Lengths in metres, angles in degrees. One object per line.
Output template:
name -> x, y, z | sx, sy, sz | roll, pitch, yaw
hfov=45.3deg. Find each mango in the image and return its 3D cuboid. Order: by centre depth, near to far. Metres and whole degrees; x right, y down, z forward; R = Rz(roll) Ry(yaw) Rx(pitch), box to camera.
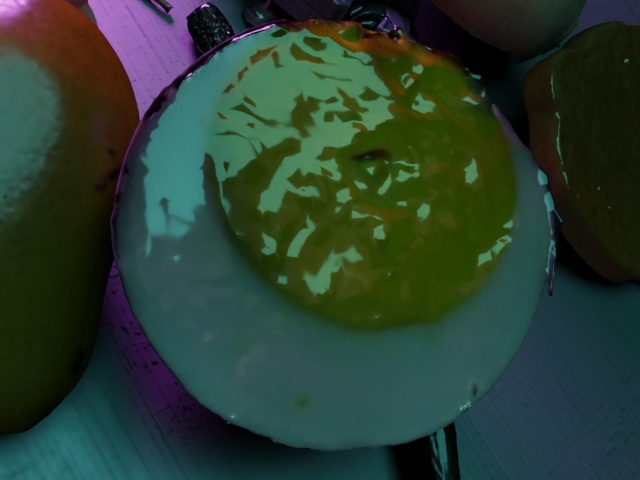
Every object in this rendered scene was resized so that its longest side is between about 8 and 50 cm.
mango -> -0.233, -0.029, 0.526 | 0.212, 0.173, 0.317 | 6, 73, -27

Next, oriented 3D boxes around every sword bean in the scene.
sword bean -> -0.185, -0.255, 0.768 | 0.083, 0.012, 0.012 | 32, 54, -8

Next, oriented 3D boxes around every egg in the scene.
egg -> 0.000, 0.000, 0.610 | 0.337, 0.201, 0.336 | 3, 82, -19

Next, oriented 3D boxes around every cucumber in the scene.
cucumber -> 0.084, 0.122, 0.684 | 0.056, 0.056, 0.284 | 0, 65, -28
cucumber -> -0.055, -0.119, 0.745 | 0.044, 0.043, 0.256 | -29, 81, -31

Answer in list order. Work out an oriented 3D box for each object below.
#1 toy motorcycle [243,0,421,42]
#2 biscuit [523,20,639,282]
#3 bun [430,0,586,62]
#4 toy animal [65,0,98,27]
toy motorcycle -> 0.003, -0.292, 0.838 | 0.307, 0.108, 0.173 | 39, 44, -3
biscuit -> 0.366, -0.107, 0.916 | 0.351, 0.057, 0.312 | -40, 107, -36
bun -> 0.195, -0.386, 0.867 | 0.364, 0.202, 0.364 | 34, 35, -28
toy animal -> -0.300, -0.238, 0.617 | 0.248, 0.149, 0.165 | -6, 83, -39
